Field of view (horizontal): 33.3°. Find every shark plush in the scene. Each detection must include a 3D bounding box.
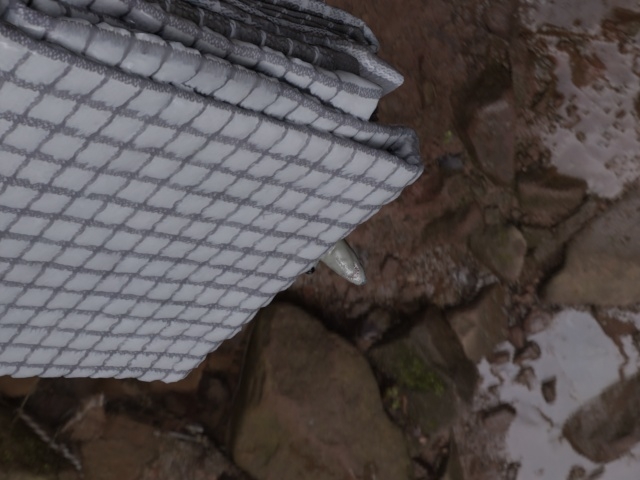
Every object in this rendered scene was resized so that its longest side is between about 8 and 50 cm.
[{"bbox_3d":[0.000,0.000,1.317,0.067,0.161,0.073,27,98,-37],"label":"shark plush"}]

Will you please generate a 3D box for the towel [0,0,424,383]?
[{"bbox_3d":[-0.115,-0.041,0.526,0.283,0.121,0.235,10,138,-47],"label":"towel"}]
